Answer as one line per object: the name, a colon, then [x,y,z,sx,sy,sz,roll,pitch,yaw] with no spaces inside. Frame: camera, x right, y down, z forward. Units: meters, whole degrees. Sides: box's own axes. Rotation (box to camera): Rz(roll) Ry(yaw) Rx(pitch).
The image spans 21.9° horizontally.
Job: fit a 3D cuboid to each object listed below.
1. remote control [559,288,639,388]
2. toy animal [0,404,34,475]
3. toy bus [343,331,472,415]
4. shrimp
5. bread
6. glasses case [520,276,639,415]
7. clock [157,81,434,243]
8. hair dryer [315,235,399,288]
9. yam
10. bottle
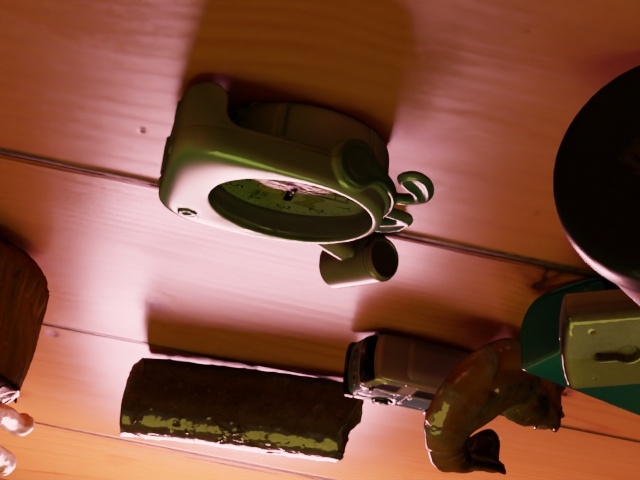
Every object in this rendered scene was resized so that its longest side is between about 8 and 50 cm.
remote control: [0.302,0.071,1.278,0.233,0.038,0.098,-6,137,6]
toy animal: [-0.469,0.210,2.034,0.184,0.104,0.185,13,166,12]
toy bus: [0.090,0.128,1.594,0.123,0.060,0.075,13,156,-16]
shrimp: [0.172,0.173,1.574,0.059,0.145,0.254,39,177,30]
bread: [-0.383,0.063,1.523,0.253,0.142,0.227,1,160,31]
glasses case: [0.321,0.110,1.429,0.301,0.070,0.117,24,144,-30]
clock: [-0.017,-0.046,1.162,0.189,0.060,0.148,13,159,-10]
hair dryer: [0.000,0.000,1.325,0.124,0.038,0.063,31,152,-34]
yam: [-0.083,0.182,1.776,0.259,0.093,0.093,7,160,9]
bottle: [0.277,0.013,1.070,0.144,0.144,0.336,-3,158,31]
